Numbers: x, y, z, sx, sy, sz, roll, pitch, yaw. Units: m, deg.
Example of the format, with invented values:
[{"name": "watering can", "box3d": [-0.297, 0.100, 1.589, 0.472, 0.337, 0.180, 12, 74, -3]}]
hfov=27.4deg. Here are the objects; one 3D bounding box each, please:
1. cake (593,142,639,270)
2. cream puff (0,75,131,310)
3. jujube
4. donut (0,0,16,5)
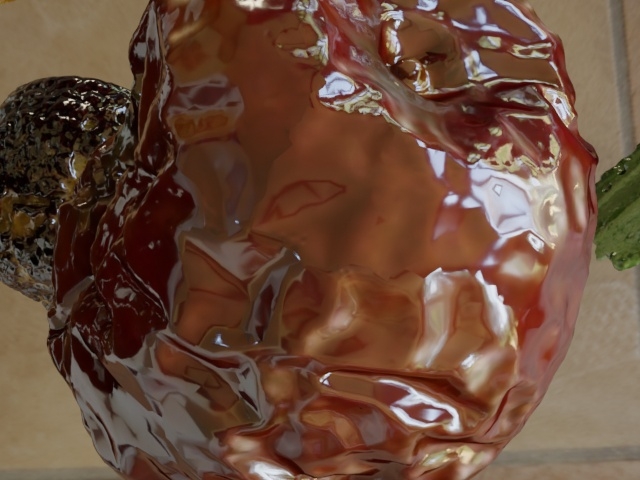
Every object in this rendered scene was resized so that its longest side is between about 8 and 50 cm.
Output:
[{"name": "cake", "box3d": [0.292, -0.049, 0.885, 0.235, 0.100, 0.099, -41, 117, 12]}, {"name": "cream puff", "box3d": [-0.185, -0.021, 1.095, 0.239, 0.239, 0.165, 16, 65, 7]}, {"name": "jujube", "box3d": [0.000, 0.000, 0.521, 0.213, 0.232, 0.213, 17, 48, -20]}, {"name": "donut", "box3d": [-0.189, -0.331, 0.830, 0.163, 0.377, 0.435, 38, 41, 7]}]
